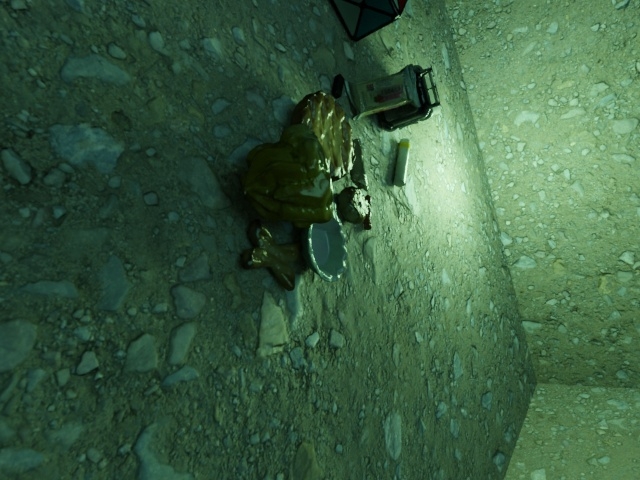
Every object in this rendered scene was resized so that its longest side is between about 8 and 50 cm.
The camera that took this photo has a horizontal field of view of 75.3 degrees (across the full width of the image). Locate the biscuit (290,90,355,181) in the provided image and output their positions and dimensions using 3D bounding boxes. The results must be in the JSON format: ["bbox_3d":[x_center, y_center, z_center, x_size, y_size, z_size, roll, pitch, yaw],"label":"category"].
[{"bbox_3d":[0.006,-0.370,1.502,0.325,0.107,0.326,10,77,-49],"label":"biscuit"}]

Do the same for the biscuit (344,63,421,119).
[{"bbox_3d":[0.269,-0.636,1.791,0.079,0.309,0.186,-96,173,-86],"label":"biscuit"}]

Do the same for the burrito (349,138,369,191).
[{"bbox_3d":[0.147,-0.304,1.656,0.082,0.059,0.275,38,36,-41],"label":"burrito"}]

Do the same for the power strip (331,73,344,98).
[{"bbox_3d":[0.072,-0.633,1.705,0.038,0.029,0.111,37,52,-39],"label":"power strip"}]

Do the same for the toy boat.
[{"bbox_3d":[0.000,0.000,1.405,0.199,0.100,0.290,19,68,-48],"label":"toy boat"}]

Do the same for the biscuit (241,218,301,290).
[{"bbox_3d":[-0.144,0.045,1.259,0.208,0.047,0.164,34,58,-41],"label":"biscuit"}]

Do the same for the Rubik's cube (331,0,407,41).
[{"bbox_3d":[0.213,-1.076,1.814,0.248,0.246,0.250,49,47,-32],"label":"Rubik's cube"}]

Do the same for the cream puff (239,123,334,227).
[{"bbox_3d":[-0.106,-0.174,1.226,0.324,0.257,0.291,-113,-167,-48],"label":"cream puff"}]

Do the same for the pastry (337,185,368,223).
[{"bbox_3d":[0.127,-0.136,1.610,0.153,0.081,0.153,37,41,-41],"label":"pastry"}]

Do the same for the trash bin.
[{"bbox_3d":[0.455,-0.680,1.997,0.367,0.295,0.256,-25,100,-57],"label":"trash bin"}]

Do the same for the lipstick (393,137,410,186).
[{"bbox_3d":[0.397,-0.380,2.017,0.059,0.059,0.264,39,53,-39],"label":"lipstick"}]

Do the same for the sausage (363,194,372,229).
[{"bbox_3d":[0.196,-0.119,1.727,0.036,0.042,0.158,4,72,-5],"label":"sausage"}]
